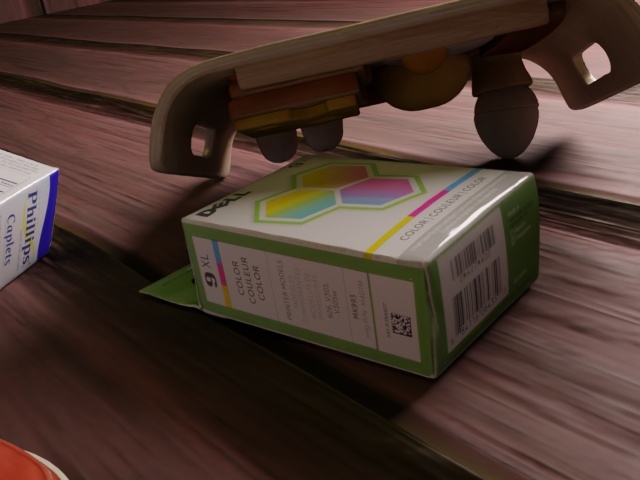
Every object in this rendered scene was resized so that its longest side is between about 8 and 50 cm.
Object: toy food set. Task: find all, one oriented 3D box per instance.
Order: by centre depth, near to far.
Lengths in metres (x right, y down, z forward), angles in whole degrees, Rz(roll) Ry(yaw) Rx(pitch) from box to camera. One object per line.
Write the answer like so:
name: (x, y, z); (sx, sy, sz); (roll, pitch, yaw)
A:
toy food set: (0.052, -0.088, 0.556); (0.306, 0.092, 0.220); (-12, 2, 5)

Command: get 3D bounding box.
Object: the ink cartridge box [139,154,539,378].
ink cartridge box: (0.000, 0.000, 0.436); (0.209, 0.062, 0.109); (10, 30, 38)

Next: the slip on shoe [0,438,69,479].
slip on shoe: (-0.140, 0.070, 0.151); (0.123, 0.101, 0.331); (6, -5, 11)

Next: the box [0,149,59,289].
box: (-0.259, -0.012, 0.502); (0.126, 0.072, 0.137); (19, 29, 8)
